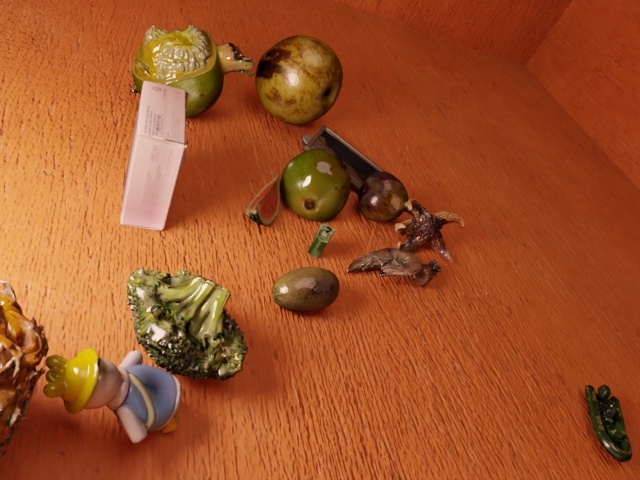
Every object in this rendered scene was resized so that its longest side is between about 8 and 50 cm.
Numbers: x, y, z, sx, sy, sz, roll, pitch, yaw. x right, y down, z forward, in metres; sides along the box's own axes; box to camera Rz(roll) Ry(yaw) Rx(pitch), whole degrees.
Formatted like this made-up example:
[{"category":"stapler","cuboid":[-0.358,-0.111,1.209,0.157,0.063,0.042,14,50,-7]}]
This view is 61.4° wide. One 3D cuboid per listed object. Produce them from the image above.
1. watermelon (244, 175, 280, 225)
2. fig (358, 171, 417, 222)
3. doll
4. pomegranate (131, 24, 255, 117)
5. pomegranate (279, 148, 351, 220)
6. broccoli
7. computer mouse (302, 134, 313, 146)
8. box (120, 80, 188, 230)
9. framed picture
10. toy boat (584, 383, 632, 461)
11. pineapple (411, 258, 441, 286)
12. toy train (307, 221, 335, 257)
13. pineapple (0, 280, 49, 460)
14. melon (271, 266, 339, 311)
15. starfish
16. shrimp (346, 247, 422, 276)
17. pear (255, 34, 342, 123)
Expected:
[{"category":"watermelon","cuboid":[-0.152,-0.090,1.359,0.068,0.087,0.163,4,33,17]},{"category":"fig","cuboid":[0.224,-0.096,1.564,0.245,0.149,0.149,27,37,-22]},{"category":"doll","cuboid":[-0.304,0.228,0.821,0.241,0.098,0.135,35,59,-44]},{"category":"pomegranate","cuboid":[-0.351,-0.469,1.482,0.340,0.261,0.261,-7,47,-6]},{"category":"pomegranate","cuboid":[0.014,-0.166,1.474,0.240,0.159,0.190,-6,51,-43]},{"category":"broccoli","cuboid":[-0.234,0.146,0.957,0.226,0.176,0.198,11,5,25]},{"category":"computer mouse","cuboid":[-0.014,-0.291,1.692,0.110,0.032,0.056,22,42,-22]},{"category":"box","cuboid":[-0.360,-0.181,1.174,0.106,0.252,0.203,8,44,-22]},{"category":"framed picture","cuboid":[0.083,-0.247,1.689,0.265,0.018,0.192,36,37,-5]},{"category":"toy boat","cuboid":[0.710,0.449,1.329,0.104,0.052,0.210,28,38,-7]},{"category":"pineapple","cuboid":[0.290,0.086,1.469,0.058,0.058,0.124,42,26,15]},{"category":"toy train","cuboid":[0.000,0.000,1.336,0.038,0.093,0.056,31,52,0]},{"category":"pineapple","cuboid":[-0.507,0.175,0.628,0.300,0.352,0.353,31,37,-20]},{"category":"melon","cuboid":[-0.032,0.108,1.192,0.162,0.099,0.099,-4,50,-31]},{"category":"starfish","cuboid":[0.310,-0.028,1.542,0.238,0.216,0.071,-22,19,-19]},{"category":"shrimp","cuboid":[0.168,0.064,1.386,0.223,0.048,0.126,-11,31,-32]},{"category":"pear","cuboid":[-0.072,-0.506,1.698,0.283,0.284,0.284,18,40,-15]}]
